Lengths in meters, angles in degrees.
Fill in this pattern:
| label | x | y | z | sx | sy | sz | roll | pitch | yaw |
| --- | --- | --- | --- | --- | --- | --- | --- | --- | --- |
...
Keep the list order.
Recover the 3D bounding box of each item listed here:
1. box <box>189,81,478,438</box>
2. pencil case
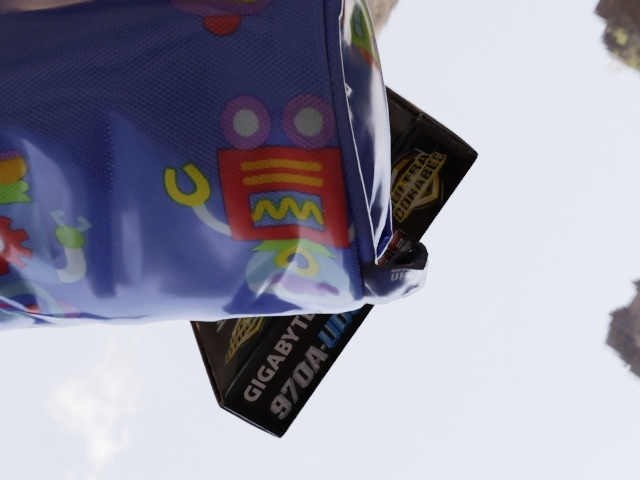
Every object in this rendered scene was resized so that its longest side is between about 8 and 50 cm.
| label | x | y | z | sx | sy | sz | roll | pitch | yaw |
| --- | --- | --- | --- | --- | --- | --- | --- | --- | --- |
| box | 0.000 | 0.000 | 0.917 | 0.051 | 0.220 | 0.175 | 32 | -171 | -19 |
| pencil case | -0.118 | -0.020 | 0.479 | 0.306 | 0.133 | 0.119 | -8 | -138 | 8 |
